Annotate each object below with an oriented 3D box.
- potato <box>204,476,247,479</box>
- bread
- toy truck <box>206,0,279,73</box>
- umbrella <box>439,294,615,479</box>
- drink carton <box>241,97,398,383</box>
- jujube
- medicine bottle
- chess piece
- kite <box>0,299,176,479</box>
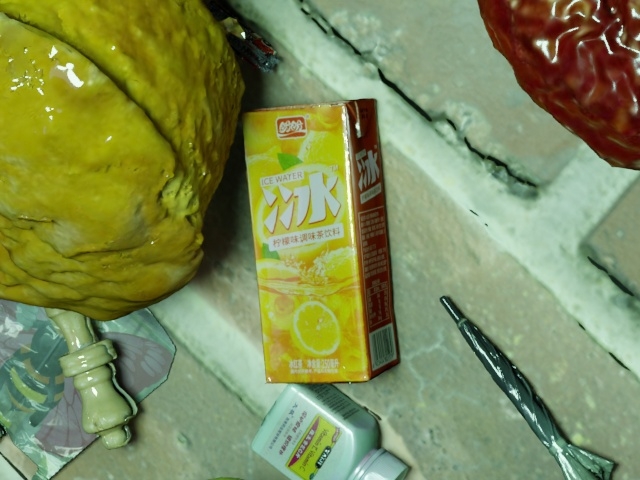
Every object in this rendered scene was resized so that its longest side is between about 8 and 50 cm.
[{"bbox_3d":[-0.121,0.357,1.510,0.280,0.213,0.330,-20,105,39],"label":"potato"},{"bbox_3d":[-0.259,-0.104,1.400,0.398,0.398,0.215,15,59,20],"label":"bread"},{"bbox_3d":[-0.067,-0.166,1.485,0.083,0.032,0.024,40,106,12],"label":"toy truck"},{"bbox_3d":[0.181,0.147,1.421,0.044,0.044,0.269,-36,83,-8],"label":"umbrella"},{"bbox_3d":[0.000,0.000,1.459,0.096,0.071,0.223,-2,97,24],"label":"drink carton"},{"bbox_3d":[0.228,-0.174,1.275,0.213,0.213,0.232,-40,83,22],"label":"jujube"},{"bbox_3d":[0.011,0.172,1.487,0.118,0.055,0.074,37,108,14],"label":"medicine bottle"},{"bbox_3d":[-0.202,0.098,1.557,0.060,0.060,0.172,-21,90,24],"label":"chess piece"},{"bbox_3d":[-0.283,0.156,1.627,0.204,0.022,0.360,41,106,13],"label":"kite"}]
